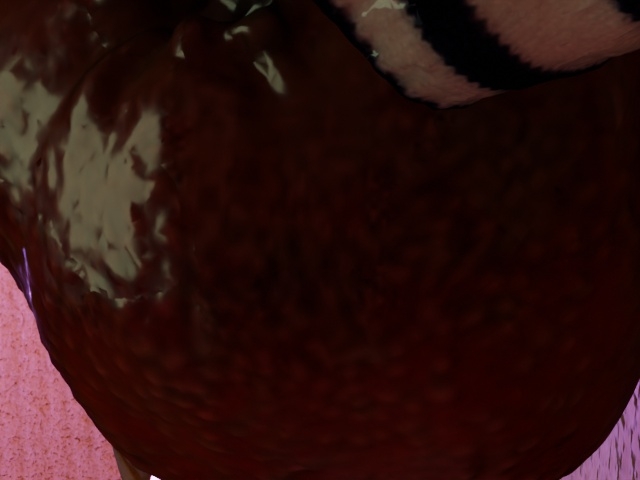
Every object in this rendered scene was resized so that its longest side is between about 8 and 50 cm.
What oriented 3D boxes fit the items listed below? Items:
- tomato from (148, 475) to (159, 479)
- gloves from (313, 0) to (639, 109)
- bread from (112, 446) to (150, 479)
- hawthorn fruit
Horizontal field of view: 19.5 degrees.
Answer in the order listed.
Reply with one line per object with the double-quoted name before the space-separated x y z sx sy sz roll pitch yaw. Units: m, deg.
"tomato" -0.017 0.134 1.074 0.195 0.136 0.195 -58 13 21
"gloves" 0.073 -0.112 0.338 0.219 0.131 0.140 -29 73 41
"bread" -0.009 0.159 1.358 0.405 0.242 0.345 35 144 41
"hawthorn fruit" 0.011 -0.006 0.553 0.253 0.205 0.205 64 -164 -52
